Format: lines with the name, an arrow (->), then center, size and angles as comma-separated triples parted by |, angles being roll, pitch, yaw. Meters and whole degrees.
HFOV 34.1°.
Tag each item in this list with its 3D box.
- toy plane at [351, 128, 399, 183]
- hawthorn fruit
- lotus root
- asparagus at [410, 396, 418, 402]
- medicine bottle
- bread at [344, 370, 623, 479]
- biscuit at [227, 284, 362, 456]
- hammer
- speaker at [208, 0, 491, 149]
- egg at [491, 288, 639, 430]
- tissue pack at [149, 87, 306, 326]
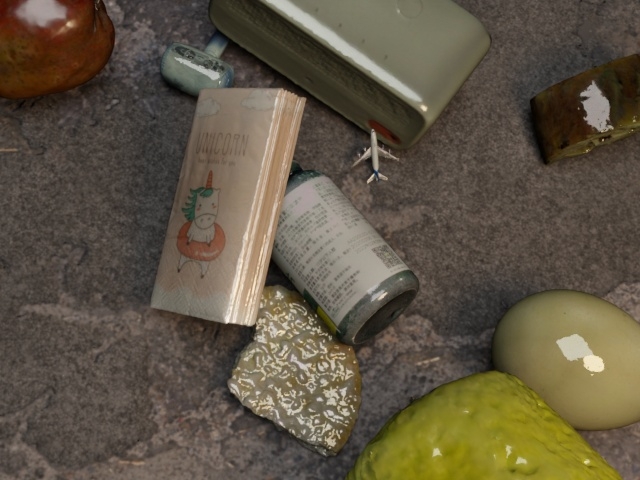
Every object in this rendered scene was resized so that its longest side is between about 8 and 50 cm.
toy plane -> 0.084, -0.129, 1.606 | 0.077, 0.024, 0.085 | -9, 98, -10
hawthorn fruit -> -0.437, -0.308, 1.538 | 0.248, 0.208, 0.208 | -25, 73, 5
lotus root -> 0.450, -0.211, 1.649 | 0.234, 0.138, 0.119 | -19, 82, -20
asparagus -> 0.229, 0.281, 1.478 | 0.232, 0.022, 0.023 | 28, 33, 5
medicine bottle -> 0.000, 0.000, 1.488 | 0.141, 0.141, 0.293 | -34, 70, -18
bread -> 0.205, 0.354, 1.280 | 0.348, 0.348, 0.308 | -30, 60, -17
biscuit -> -0.040, 0.184, 1.473 | 0.188, 0.040, 0.266 | -17, 71, -13
hammer -> -0.167, -0.306, 1.641 | 0.116, 0.069, 0.194 | 24, 60, 3
speaker -> 0.036, -0.325, 1.586 | 0.406, 0.183, 0.184 | 34, 66, -1
egg -> 0.360, 0.169, 1.450 | 0.253, 0.188, 0.189 | 21, 67, -10
tissue pack -> -0.131, -0.051, 1.447 | 0.170, 0.071, 0.326 | 8, 84, 42
